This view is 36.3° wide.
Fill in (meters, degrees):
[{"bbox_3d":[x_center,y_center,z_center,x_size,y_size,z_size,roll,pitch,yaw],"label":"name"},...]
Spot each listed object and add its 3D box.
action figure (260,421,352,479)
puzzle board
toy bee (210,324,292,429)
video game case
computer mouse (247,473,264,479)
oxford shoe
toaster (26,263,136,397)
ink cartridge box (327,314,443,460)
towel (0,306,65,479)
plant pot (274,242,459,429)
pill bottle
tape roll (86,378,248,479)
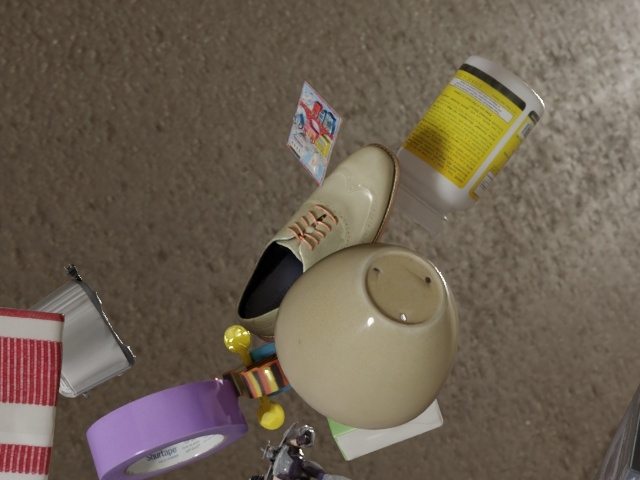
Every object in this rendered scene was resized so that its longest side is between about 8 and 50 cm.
[{"bbox_3d":[-0.032,0.484,2.022,0.099,0.285,0.185,12,98,-46],"label":"action figure"},{"bbox_3d":[-0.011,-0.142,1.286,0.011,0.096,0.128,5,28,-27],"label":"puzzle board"},{"bbox_3d":[-0.126,0.269,1.850,0.298,0.162,0.195,78,-13,-69],"label":"toy bee"},{"bbox_3d":[0.429,0.346,1.421,0.026,0.274,0.196,19,41,12],"label":"video game case"},{"bbox_3d":[-0.177,0.570,1.821,0.262,0.060,0.184,-59,161,-57],"label":"computer mouse"},{"bbox_3d":[0.000,0.000,1.643,0.140,0.397,0.146,32,-2,18],"label":"oxford shoe"},{"bbox_3d":[-0.451,0.174,1.770,0.146,0.129,0.227,-34,110,-21],"label":"toaster"},{"bbox_3d":[0.085,0.224,1.924,0.119,0.207,0.353,66,4,-51],"label":"ink cartridge box"},{"bbox_3d":[-0.442,0.239,1.170,0.237,0.037,0.329,8,82,-18],"label":"towel"},{"bbox_3d":[0.091,0.112,1.451,0.284,0.191,0.284,9,56,-14],"label":"plant pot"},{"bbox_3d":[0.271,-0.182,1.927,0.188,0.334,0.188,37,4,-3],"label":"pill bottle"},{"bbox_3d":[-0.271,0.343,1.742,0.275,0.275,0.090,3,58,-51],"label":"tape roll"}]
